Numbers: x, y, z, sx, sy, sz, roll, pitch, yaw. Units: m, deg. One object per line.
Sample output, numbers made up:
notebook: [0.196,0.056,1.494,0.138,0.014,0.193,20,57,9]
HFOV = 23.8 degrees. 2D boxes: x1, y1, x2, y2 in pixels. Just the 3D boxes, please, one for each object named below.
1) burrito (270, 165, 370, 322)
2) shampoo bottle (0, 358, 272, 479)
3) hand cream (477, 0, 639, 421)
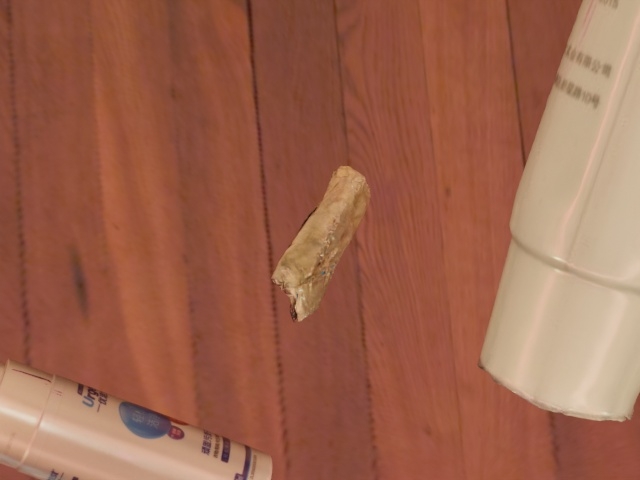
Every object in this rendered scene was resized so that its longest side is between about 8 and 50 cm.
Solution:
burrito: [0.002,0.000,1.354,0.042,0.051,0.171,-3,40,38]
shampoo bottle: [-0.196,0.176,1.321,0.303,0.092,0.092,23,83,-11]
hand cream: [0.111,-0.110,0.414,0.058,0.085,0.331,20,106,22]
